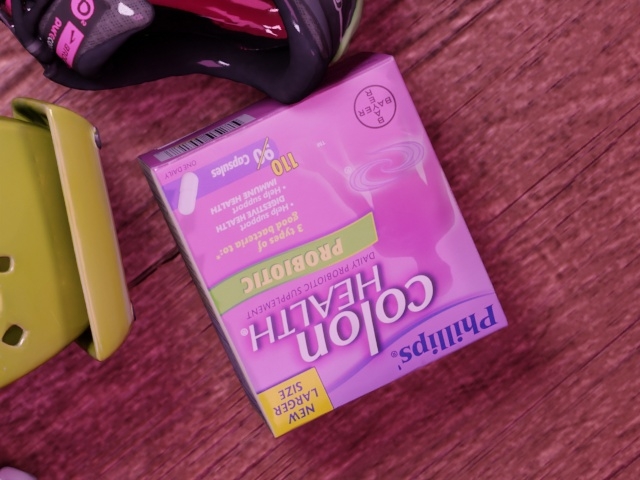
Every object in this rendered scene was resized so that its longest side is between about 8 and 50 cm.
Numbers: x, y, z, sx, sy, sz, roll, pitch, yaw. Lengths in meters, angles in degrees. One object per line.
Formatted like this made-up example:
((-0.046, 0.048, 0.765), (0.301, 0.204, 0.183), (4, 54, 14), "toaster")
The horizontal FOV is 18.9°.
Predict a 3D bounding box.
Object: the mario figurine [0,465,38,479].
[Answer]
((-0.324, 0.286, 1.565), (0.198, 0.170, 0.320), (-31, 117, -42), "mario figurine")

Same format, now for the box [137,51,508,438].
((0.000, 0.000, 1.569), (0.214, 0.117, 0.243), (-25, 102, -7), "box")

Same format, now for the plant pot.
((-0.268, 0.000, 1.469), (0.207, 0.228, 0.227), (-13, 99, -15), "plant pot")

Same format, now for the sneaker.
((-0.192, -0.229, 1.442), (0.483, 0.202, 0.185), (13, 139, -11), "sneaker")
